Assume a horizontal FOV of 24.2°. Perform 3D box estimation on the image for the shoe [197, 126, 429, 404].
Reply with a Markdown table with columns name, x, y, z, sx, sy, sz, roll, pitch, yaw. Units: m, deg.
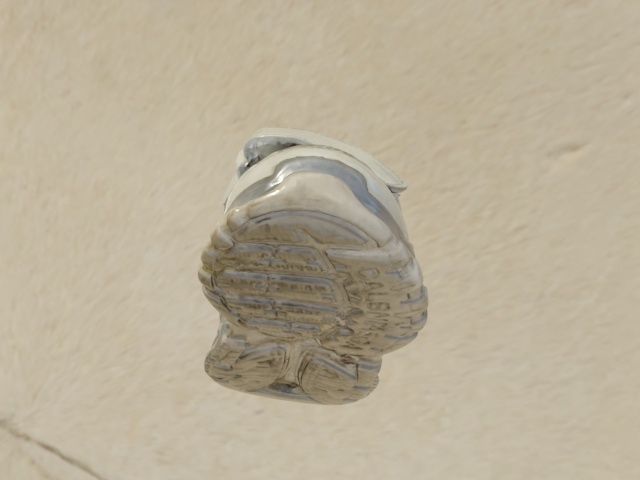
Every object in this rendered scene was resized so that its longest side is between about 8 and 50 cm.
| name | x | y | z | sx | sy | sz | roll | pitch | yaw |
| --- | --- | --- | --- | --- | --- | --- | --- | --- | --- |
| shoe | 0.000 | 0.000 | 0.612 | 0.089 | 0.180 | 0.092 | 10 | 63 | -1 |
